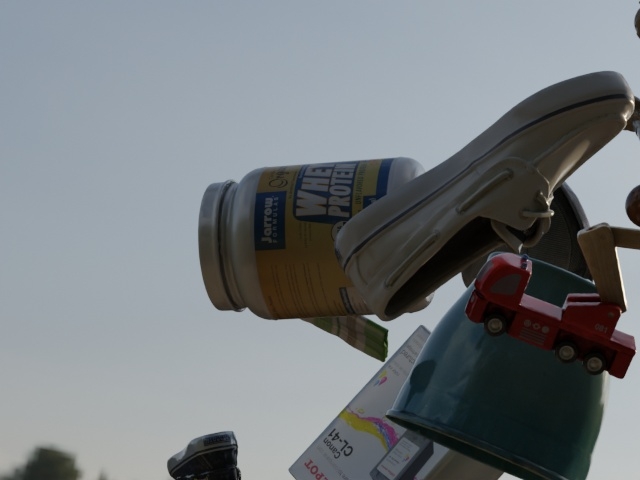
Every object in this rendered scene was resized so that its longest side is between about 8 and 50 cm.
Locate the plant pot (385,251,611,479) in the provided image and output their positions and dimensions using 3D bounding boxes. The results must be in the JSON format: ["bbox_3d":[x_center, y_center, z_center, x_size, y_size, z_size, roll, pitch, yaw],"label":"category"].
[{"bbox_3d":[0.258,0.163,2.017,0.272,0.255,0.271,23,-9,4],"label":"plant pot"}]

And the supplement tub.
[{"bbox_3d":[0.000,0.000,1.449,0.200,0.144,0.144,-4,-19,13],"label":"supplement tub"}]

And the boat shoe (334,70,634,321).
[{"bbox_3d":[0.139,-0.031,1.228,0.268,0.088,0.096,-31,-28,3],"label":"boat shoe"}]

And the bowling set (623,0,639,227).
[{"bbox_3d":[0.404,-0.124,1.809,0.287,0.200,0.154,44,11,-26],"label":"bowling set"}]

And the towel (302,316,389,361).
[{"bbox_3d":[0.020,0.106,2.050,0.152,0.023,0.113,28,-17,14],"label":"towel"}]

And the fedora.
[{"bbox_3d":[0.286,0.014,2.330,0.124,0.243,0.275,-24,-20,-28],"label":"fedora"}]

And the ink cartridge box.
[{"bbox_3d":[0.135,0.312,2.319,0.131,0.306,0.226,43,0,-42],"label":"ink cartridge box"}]

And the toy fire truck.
[{"bbox_3d":[0.228,0.037,1.273,0.192,0.135,0.047,22,15,3],"label":"toy fire truck"}]

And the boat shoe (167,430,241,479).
[{"bbox_3d":[-0.121,0.261,1.660,0.065,0.083,0.183,-8,-16,-14],"label":"boat shoe"}]
